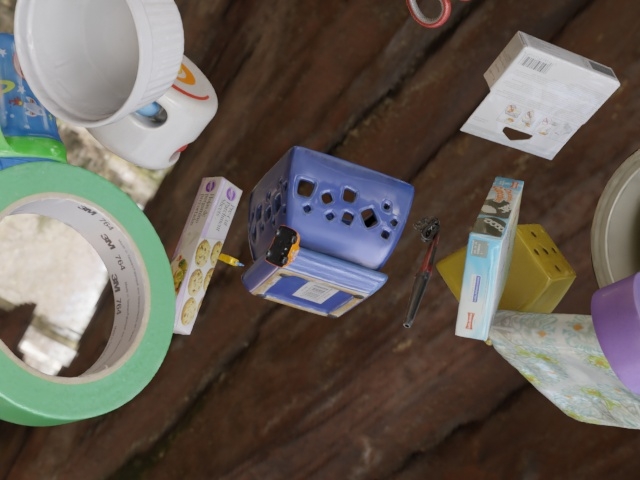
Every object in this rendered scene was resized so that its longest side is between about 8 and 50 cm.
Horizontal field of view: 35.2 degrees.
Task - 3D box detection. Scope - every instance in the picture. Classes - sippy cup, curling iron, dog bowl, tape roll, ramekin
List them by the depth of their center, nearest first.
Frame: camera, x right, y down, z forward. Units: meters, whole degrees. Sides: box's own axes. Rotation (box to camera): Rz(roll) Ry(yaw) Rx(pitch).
[{"bbox_3d":[-0.265,-0.250,1.242,0.109,0.207,0.207,-29,158,-55],"label":"ramekin"},{"bbox_3d":[-0.331,0.065,1.245,0.077,0.321,0.321,-19,-141,43],"label":"tape roll"},{"bbox_3d":[0.525,0.151,1.641,0.080,0.189,0.189,-30,-153,34],"label":"tape roll"},{"bbox_3d":[-0.566,-0.235,1.748,0.305,0.240,0.224,-9,-96,43],"label":"sippy cup"},{"bbox_3d":[0.733,0.002,1.961,0.408,0.150,0.408,-13,-106,53],"label":"dog bowl"},{"bbox_3d":[0.211,0.065,2.165,0.035,0.068,0.274,-31,-142,55],"label":"curling iron"}]

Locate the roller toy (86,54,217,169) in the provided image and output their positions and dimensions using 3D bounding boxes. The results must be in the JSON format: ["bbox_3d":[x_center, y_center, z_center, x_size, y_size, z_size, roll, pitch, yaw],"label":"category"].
[{"bbox_3d":[-0.254,-0.214,1.494,0.146,0.209,0.191,-46,-123,21],"label":"roller toy"}]

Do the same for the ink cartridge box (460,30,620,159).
[{"bbox_3d":[0.465,-0.305,2.173,0.239,0.275,0.060,-52,-143,37],"label":"ink cartridge box"}]

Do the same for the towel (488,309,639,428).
[{"bbox_3d":[0.536,0.259,1.986,0.320,0.374,0.090,-3,-126,47],"label":"towel"}]

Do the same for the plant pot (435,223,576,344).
[{"bbox_3d":[0.416,0.077,2.166,0.187,0.212,0.212,-42,158,30],"label":"plant pot"}]

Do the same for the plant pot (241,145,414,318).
[{"bbox_3d":[0.000,0.000,1.749,0.236,0.236,0.212,139,-34,-61],"label":"plant pot"}]

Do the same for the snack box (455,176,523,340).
[{"bbox_3d":[0.304,0.023,1.791,0.322,0.060,0.187,-49,147,-63],"label":"snack box"}]

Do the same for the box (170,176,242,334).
[{"bbox_3d":[-0.248,0.028,2.018,0.063,0.067,0.324,1,-117,41],"label":"box"}]

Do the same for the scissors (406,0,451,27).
[{"bbox_3d":[0.081,-0.403,1.351,0.109,0.297,0.021,-53,171,35],"label":"scissors"}]

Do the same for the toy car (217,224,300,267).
[{"bbox_3d":[-0.081,0.010,1.425,0.040,0.122,0.060,25,71,-59],"label":"toy car"}]
